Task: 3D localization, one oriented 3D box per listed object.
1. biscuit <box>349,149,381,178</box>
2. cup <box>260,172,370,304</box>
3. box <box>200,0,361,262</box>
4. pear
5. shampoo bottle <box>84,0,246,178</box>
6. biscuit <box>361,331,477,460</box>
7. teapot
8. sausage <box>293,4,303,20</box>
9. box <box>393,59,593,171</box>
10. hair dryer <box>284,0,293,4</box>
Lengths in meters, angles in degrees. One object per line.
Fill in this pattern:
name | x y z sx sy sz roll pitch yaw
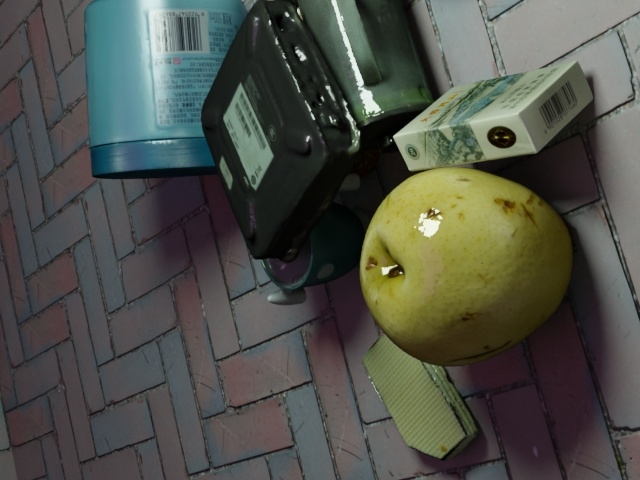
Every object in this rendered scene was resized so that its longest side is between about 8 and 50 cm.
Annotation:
biscuit | 0.059 -0.174 2.021 0.206 0.025 0.126 -46 60 44
cup | 0.000 0.000 1.998 0.167 0.173 0.299 51 131 34
box | -0.085 -0.180 1.867 0.350 0.091 0.359 -55 50 46
pear | 0.214 0.035 1.654 0.309 0.309 0.309 8 101 51
shampoo bottle | -0.298 -0.303 2.209 0.331 0.331 0.342 -1 92 51
biscuit | 0.171 0.265 1.914 0.252 0.052 0.150 60 139 29
teapot | 0.073 -0.314 1.825 0.200 0.270 0.337 -18 79 5
sausage | -0.023 -0.345 2.029 0.123 0.123 0.252 -21 79 50
box | 0.255 -0.184 1.661 0.256 0.164 0.069 -5 119 51
hair dryer | -0.004 -0.496 1.946 0.070 0.114 0.248 44 111 46
